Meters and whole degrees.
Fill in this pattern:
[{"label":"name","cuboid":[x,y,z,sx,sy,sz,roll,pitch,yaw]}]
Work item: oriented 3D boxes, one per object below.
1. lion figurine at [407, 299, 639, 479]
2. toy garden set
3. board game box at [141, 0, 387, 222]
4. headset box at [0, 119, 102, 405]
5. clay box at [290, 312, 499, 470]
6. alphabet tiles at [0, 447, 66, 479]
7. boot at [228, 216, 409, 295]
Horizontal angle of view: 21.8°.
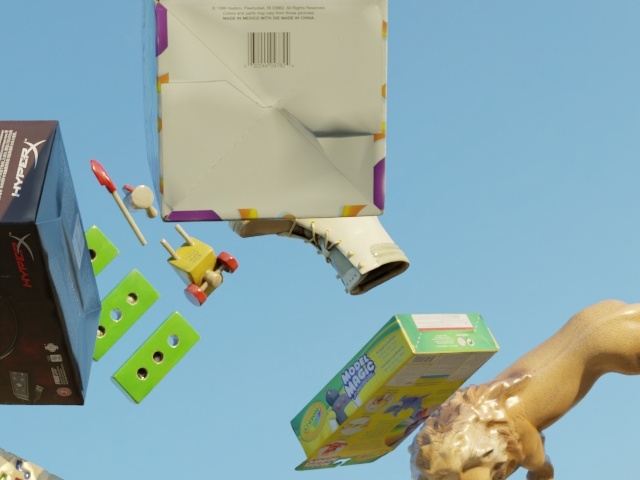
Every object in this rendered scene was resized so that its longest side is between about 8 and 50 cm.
[{"label":"lion figurine","cuboid":[0.266,0.163,1.872,0.392,0.142,0.240,-46,-30,-5]},{"label":"toy garden set","cuboid":[-0.229,0.029,1.869,0.204,0.244,0.049,-47,13,-24]},{"label":"board game box","cuboid":[-0.047,-0.106,1.139,0.144,0.142,0.275,-2,11,-7]},{"label":"headset box","cuboid":[-0.331,0.021,1.261,0.293,0.110,0.218,1,-42,4]},{"label":"clay box","cuboid":[0.066,0.157,1.695,0.127,0.053,0.222,2,-38,-43]},{"label":"alphabet tiles","cuboid":[-0.391,0.346,1.803,0.342,0.285,0.011,30,-41,-16]},{"label":"boot","cuboid":[0.000,0.000,2.194,0.213,0.165,0.077,-14,-29,-31]}]
